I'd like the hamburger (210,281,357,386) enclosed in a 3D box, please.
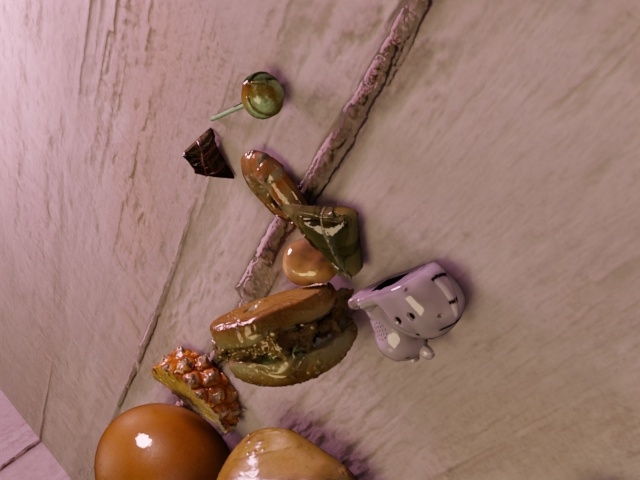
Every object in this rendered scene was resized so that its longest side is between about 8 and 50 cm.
[{"bbox_3d":[-0.057,0.140,1.176,0.215,0.189,0.122,-14,101,41],"label":"hamburger"}]

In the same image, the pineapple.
[{"bbox_3d":[-0.249,0.287,1.627,0.233,0.079,0.135,35,149,16],"label":"pineapple"}]

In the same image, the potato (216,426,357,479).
[{"bbox_3d":[-0.040,0.455,1.439,0.300,0.196,0.246,18,123,3],"label":"potato"}]

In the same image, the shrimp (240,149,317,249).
[{"bbox_3d":[-0.055,-0.054,1.145,0.180,0.041,0.099,47,145,10],"label":"shrimp"}]

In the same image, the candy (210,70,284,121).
[{"bbox_3d":[-0.112,-0.187,1.105,0.202,0.061,0.061,-4,116,60],"label":"candy"}]

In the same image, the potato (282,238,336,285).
[{"bbox_3d":[-0.014,0.033,1.149,0.083,0.062,0.068,10,91,47],"label":"potato"}]

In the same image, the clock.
[{"bbox_3d":[0.123,0.101,1.030,0.117,0.080,0.176,58,146,-4],"label":"clock"}]

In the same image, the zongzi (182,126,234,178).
[{"bbox_3d":[-0.181,-0.120,1.230,0.073,0.067,0.083,-6,131,44],"label":"zongzi"}]

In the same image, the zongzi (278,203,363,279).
[{"bbox_3d":[0.000,0.000,1.095,0.113,0.052,0.104,5,119,22],"label":"zongzi"}]

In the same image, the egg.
[{"bbox_3d":[-0.338,0.503,1.723,0.351,0.283,0.282,25,136,40],"label":"egg"}]
